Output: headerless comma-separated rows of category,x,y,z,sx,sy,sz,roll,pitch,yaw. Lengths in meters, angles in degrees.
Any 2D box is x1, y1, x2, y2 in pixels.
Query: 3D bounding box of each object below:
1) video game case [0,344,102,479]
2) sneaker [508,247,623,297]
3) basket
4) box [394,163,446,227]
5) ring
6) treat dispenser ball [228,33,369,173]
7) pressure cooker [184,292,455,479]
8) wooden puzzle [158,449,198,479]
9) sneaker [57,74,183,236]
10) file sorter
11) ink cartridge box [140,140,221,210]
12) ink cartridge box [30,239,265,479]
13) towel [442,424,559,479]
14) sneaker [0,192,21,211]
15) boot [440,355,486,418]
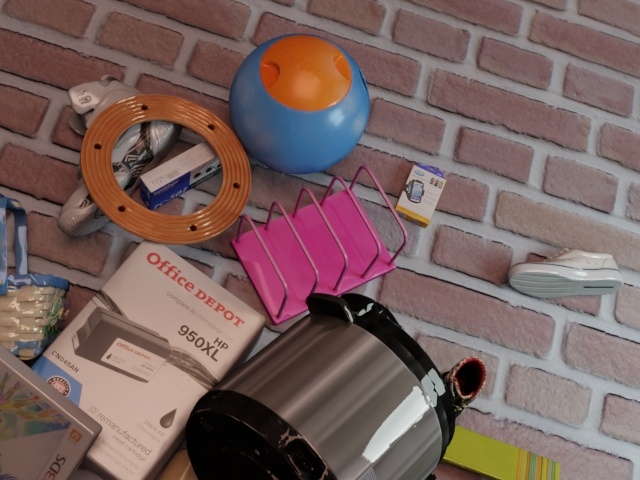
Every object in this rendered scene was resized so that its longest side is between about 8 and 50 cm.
video game case,-0.570,0.325,1.678,0.329,0.300,0.036,37,25,5
sneaker,0.520,0.066,2.092,0.258,0.094,0.091,4,50,-14
basket,-0.565,0.074,1.782,0.201,0.255,0.288,-6,88,-7
box,0.219,-0.102,2.122,0.081,0.028,0.136,25,64,0
ring,-0.299,-0.138,1.894,0.337,0.032,0.336,11,59,-19
treat dispenser ball,-0.043,-0.279,1.998,0.288,0.288,0.288,4,68,-10
pressure cooker,0.027,0.321,1.692,0.375,0.369,0.420,43,53,14
wooden puzzle,-0.187,0.595,1.743,0.348,0.080,0.322,28,66,6
sneaker,-0.455,-0.181,1.965,0.210,0.137,0.365,34,61,4
file sorter,0.000,0.000,1.953,0.291,0.182,0.202,-24,75,-19
ink cartridge box,-0.273,-0.144,2.003,0.207,0.097,0.046,-32,77,-20
ink cartridge box,-0.331,0.232,1.804,0.285,0.166,0.395,35,66,5
towel,0.355,0.437,1.913,0.237,0.021,0.102,20,36,3
sneaker,-0.665,-0.109,1.932,0.152,0.058,0.084,10,76,0
boot,0.225,0.331,1.867,0.085,0.178,0.236,35,66,4
